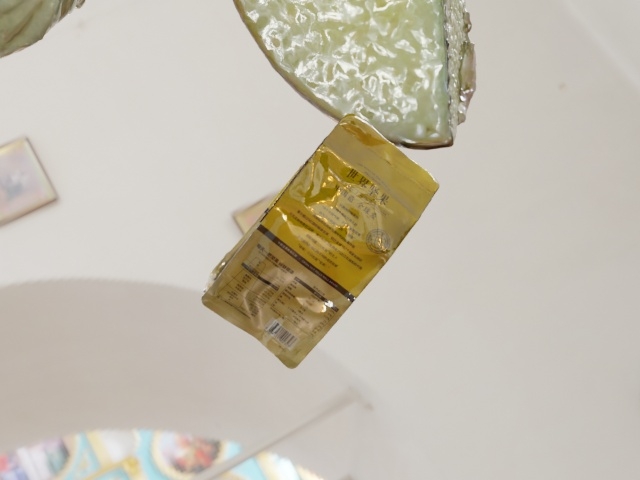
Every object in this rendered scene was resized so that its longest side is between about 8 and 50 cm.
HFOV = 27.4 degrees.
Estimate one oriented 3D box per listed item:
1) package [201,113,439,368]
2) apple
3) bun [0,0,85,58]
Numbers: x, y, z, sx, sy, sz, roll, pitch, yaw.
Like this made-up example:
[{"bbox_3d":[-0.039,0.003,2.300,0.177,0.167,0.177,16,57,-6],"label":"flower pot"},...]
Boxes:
[{"bbox_3d":[0.000,0.000,0.720,0.131,0.071,0.047,-48,4,10],"label":"package"},{"bbox_3d":[0.037,-0.232,0.952,0.254,0.346,0.179,-7,1,-30],"label":"apple"},{"bbox_3d":[-0.205,-0.153,0.689,0.204,0.126,0.212,20,-84,-45],"label":"bun"}]
